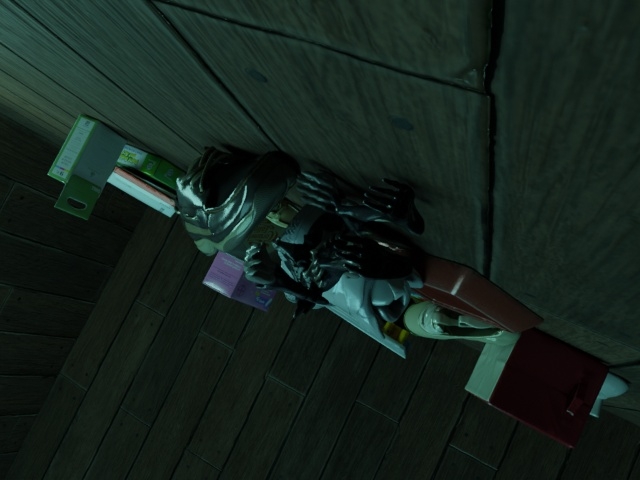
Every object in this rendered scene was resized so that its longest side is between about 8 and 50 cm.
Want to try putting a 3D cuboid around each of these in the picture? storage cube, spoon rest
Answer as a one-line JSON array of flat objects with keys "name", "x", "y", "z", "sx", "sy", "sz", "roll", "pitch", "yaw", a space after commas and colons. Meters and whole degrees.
[{"name": "storage cube", "x": 0.456, "y": 0.297, "z": 1.183, "sx": 0.193, "sy": 0.184, "sz": 0.215, "roll": 27, "pitch": 175, "yaw": 4}, {"name": "spoon rest", "x": 0.665, "y": 0.348, "z": 1.332, "sx": 0.137, "sy": 0.084, "sz": 0.276, "roll": 21, "pitch": 159, "yaw": 31}]

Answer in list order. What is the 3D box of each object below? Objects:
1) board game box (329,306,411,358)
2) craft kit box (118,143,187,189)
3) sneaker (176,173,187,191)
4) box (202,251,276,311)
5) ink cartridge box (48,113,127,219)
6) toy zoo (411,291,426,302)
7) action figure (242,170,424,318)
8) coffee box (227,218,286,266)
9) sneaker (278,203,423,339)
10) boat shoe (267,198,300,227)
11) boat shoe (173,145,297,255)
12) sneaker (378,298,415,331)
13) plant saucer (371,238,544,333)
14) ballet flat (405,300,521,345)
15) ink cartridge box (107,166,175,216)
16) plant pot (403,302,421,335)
[{"name": "board game box", "x": 0.087, "y": 0.202, "z": 1.579, "sx": 0.389, "sy": 0.050, "sz": 0.390, "roll": 32, "pitch": 173, "yaw": 16}, {"name": "craft kit box", "x": -0.422, "y": -0.174, "z": 1.453, "sx": 0.246, "sy": 0.061, "sz": 0.250, "roll": 19, "pitch": 172, "yaw": 32}, {"name": "sneaker", "x": -0.221, "y": -0.059, "z": 1.344, "sx": 0.282, "sy": 0.099, "sz": 0.153, "roll": 34, "pitch": 168, "yaw": -8}, {"name": "box", "x": -0.200, "y": 0.066, "z": 1.657, "sx": 0.117, "sy": 0.243, "sz": 0.213, "roll": 22, "pitch": 172, "yaw": 29}, {"name": "ink cartridge box", "x": -0.531, "y": -0.163, "z": 1.231, "sx": 0.062, "sy": 0.210, "sz": 0.109, "roll": 21, "pitch": 173, "yaw": 19}, {"name": "toy zoo", "x": 0.240, "y": 0.124, "z": 1.320, "sx": 0.192, "sy": 0.030, "sz": 0.293, "roll": 27, "pitch": 174, "yaw": -12}, {"name": "action figure", "x": 0.000, "y": 0.000, "z": 0.654, "sx": 0.140, "sy": 0.164, "sz": 0.275, "roll": 33, "pitch": 158, "yaw": -18}, {"name": "coffee box", "x": -0.101, "y": 0.006, "z": 1.216, "sx": 0.246, "sy": 0.141, "sz": 0.098, "roll": 29, "pitch": 173, "yaw": -23}, {"name": "sneaker", "x": 0.049, "y": 0.081, "z": 0.947, "sx": 0.210, "sy": 0.137, "sz": 0.366, "roll": 35, "pitch": 164, "yaw": 16}, {"name": "boat shoe", "x": -0.089, "y": -0.061, "z": 1.019, "sx": 0.135, "sy": 0.050, "sz": 0.045, "roll": 27, "pitch": 179, "yaw": -4}, {"name": "boat shoe", "x": -0.154, "y": -0.063, "z": 0.816, "sx": 0.130, "sy": 0.132, "sz": 0.355, "roll": 45, "pitch": 154, "yaw": -12}, {"name": "sneaker", "x": 0.176, "y": 0.165, "z": 1.698, "sx": 0.313, "sy": 0.116, "sz": 0.136, "roll": 33, "pitch": -177, "yaw": 2}, {"name": "plant saucer", "x": 0.225, "y": 0.086, "z": 0.987, "sx": 0.258, "sy": 0.048, "sz": 0.259, "roll": 30, "pitch": 172, "yaw": -37}, {"name": "ballet flat", "x": 0.275, "y": 0.161, "z": 1.110, "sx": 0.248, "sy": 0.086, "sz": 0.086, "roll": 0, "pitch": 160, "yaw": 33}, {"name": "ink cartridge box", "x": -0.460, "y": -0.124, "z": 1.433, "sx": 0.189, "sy": 0.066, "sz": 0.232, "roll": 32, "pitch": -179, "yaw": -20}, {"name": "plant pot", "x": 0.250, "y": 0.193, "z": 1.405, "sx": 0.083, "sy": 0.083, "sz": 0.079, "roll": 26, "pitch": -174, "yaw": -1}]
